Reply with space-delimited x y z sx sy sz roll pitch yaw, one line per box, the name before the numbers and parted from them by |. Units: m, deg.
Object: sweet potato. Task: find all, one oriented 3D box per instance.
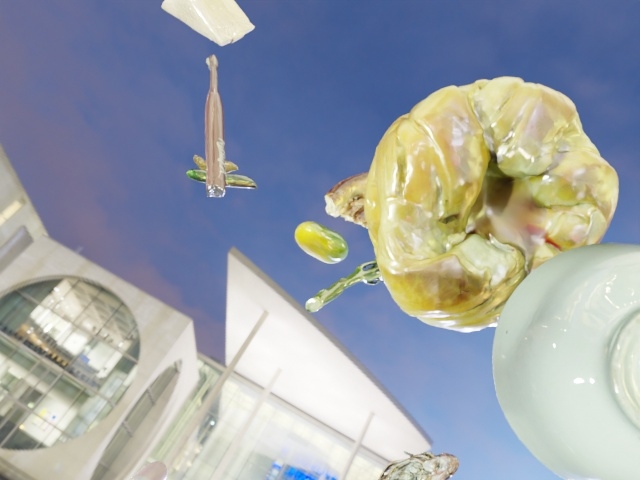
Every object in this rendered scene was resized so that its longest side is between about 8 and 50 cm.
sweet potato | -0.280 -0.195 1.401 0.153 0.041 0.038 16 -42 26

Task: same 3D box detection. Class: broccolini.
broccolini | 0.102 0.106 1.328 0.074 0.392 0.079 -25 -90 36

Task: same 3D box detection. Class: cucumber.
cucumber | -0.217 -0.135 1.188 0.036 0.033 0.184 0 -1 44

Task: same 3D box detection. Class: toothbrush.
toothbrush | -0.215 -0.245 1.083 0.040 0.364 0.041 -6 -28 -3

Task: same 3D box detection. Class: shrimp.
shrimp | 0.169 0.434 0.992 0.190 0.075 0.073 -5 -41 -8

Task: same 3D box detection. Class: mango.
mango | -0.001 0.000 1.436 0.122 0.086 0.191 16 -17 45

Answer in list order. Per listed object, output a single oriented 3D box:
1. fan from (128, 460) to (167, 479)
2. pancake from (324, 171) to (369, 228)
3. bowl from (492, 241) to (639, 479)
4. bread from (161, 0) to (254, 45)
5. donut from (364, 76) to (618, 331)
fan | -0.370 0.496 1.028 0.130 0.244 0.074 -23 -90 9
pancake | 0.148 -0.110 1.432 0.244 0.266 0.057 -123 -161 -47
bowl | 0.338 0.131 0.546 0.289 0.289 0.146 26 -7 10
bread | -0.196 -0.387 0.924 0.152 0.077 0.105 54 -24 -3
donut | 0.224 -0.043 0.738 0.360 0.360 0.170 41 -2 -13
